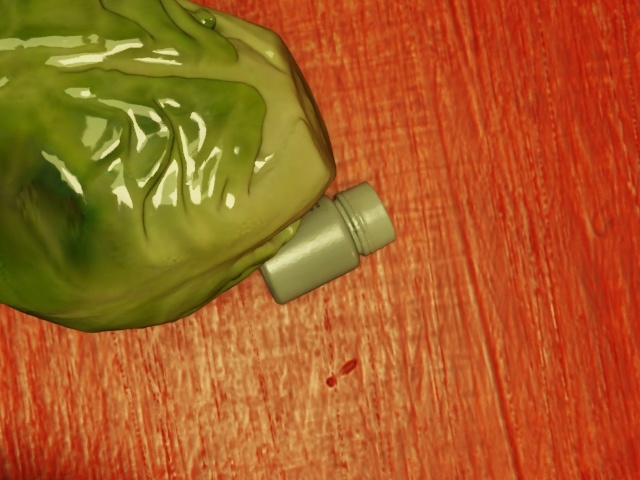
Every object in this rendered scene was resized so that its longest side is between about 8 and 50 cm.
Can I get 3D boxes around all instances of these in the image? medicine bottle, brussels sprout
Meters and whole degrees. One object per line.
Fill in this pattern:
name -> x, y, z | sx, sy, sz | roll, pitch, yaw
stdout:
medicine bottle -> 0.000, 0.000, 0.866 | 0.130, 0.080, 0.080 | -26, 88, -6
brussels sprout -> -0.165, -0.071, 0.760 | 0.355, 0.281, 0.289 | -12, 76, -3
